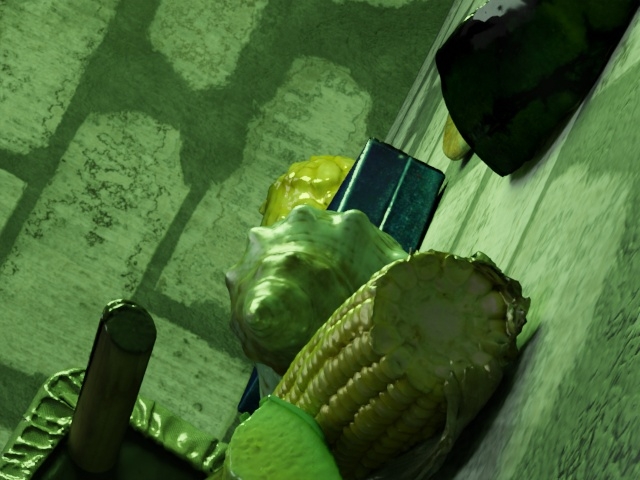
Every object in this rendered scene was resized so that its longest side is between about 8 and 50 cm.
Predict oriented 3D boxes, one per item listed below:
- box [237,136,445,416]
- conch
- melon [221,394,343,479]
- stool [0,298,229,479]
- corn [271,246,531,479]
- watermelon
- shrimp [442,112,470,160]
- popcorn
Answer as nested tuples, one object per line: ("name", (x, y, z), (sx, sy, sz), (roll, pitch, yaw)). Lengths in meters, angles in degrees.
("box", (0.021, 0.063, 1.757), (0.279, 0.116, 0.261), (-67, 5, -32))
("conch", (0.018, 0.078, 1.332), (0.203, 0.169, 0.386), (-40, -28, 13))
("melon", (-0.041, 0.246, 0.852), (0.323, 0.124, 0.196), (-67, 5, -30))
("stool", (-0.164, 0.265, 1.439), (0.226, 0.310, 0.310), (-45, 16, 52))
("corn", (0.037, 0.111, 0.986), (0.123, 0.122, 0.305), (-31, -14, -33))
("watermelon", (0.174, -0.138, 1.196), (0.129, 0.123, 0.301), (-29, -12, -22))
("shrimp", (0.185, -0.189, 1.678), (0.152, 0.046, 0.219), (118, 173, -45))
("popcorn", (0.000, 0.000, 2.081), (0.250, 0.190, 0.250), (-60, 16, 29))
